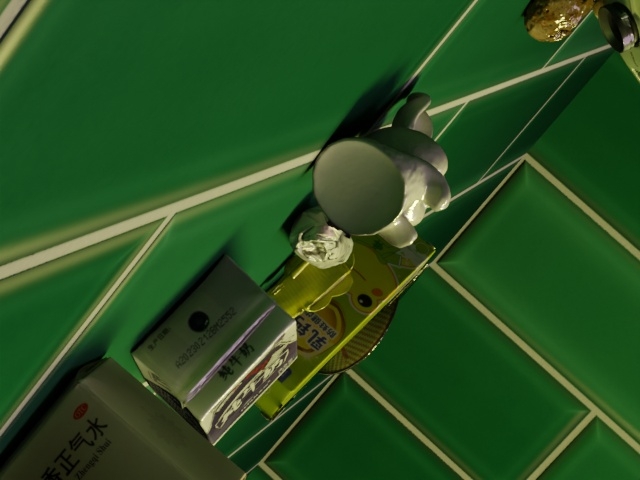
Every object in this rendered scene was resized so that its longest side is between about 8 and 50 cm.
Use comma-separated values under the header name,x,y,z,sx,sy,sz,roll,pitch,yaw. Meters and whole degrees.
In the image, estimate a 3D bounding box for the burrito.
name,x,y,z,sx,sy,sz,roll,pitch,yaw
burrito,0.001,0.001,1.791,0.064,0.064,0.203,-48,173,-2

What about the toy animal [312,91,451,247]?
name,x,y,z,sx,sy,sz,roll,pitch,yaw
toy animal,0.085,-0.072,1.657,0.221,0.131,0.103,-40,156,-62

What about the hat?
name,x,y,z,sx,sy,sz,roll,pitch,yaw
hat,0.017,0.083,2.287,0.193,0.082,0.193,-35,-144,31

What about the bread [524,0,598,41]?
name,x,y,z,sx,sy,sz,roll,pitch,yaw
bread,0.289,-0.280,1.993,0.082,0.060,0.113,-46,174,-37

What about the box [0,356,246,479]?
name,x,y,z,sx,sy,sz,roll,pitch,yaw
box,-0.197,0.233,1.427,0.212,0.168,0.095,-50,177,15

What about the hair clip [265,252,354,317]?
name,x,y,z,sx,sy,sz,roll,pitch,yaw
hair clip,-0.030,0.065,1.902,0.173,0.072,0.046,-41,180,-18

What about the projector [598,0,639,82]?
name,x,y,z,sx,sy,sz,roll,pitch,yaw
projector,0.429,-0.287,1.960,0.194,0.269,0.088,-25,-151,-7

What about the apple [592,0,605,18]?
name,x,y,z,sx,sy,sz,roll,pitch,yaw
apple,0.449,-0.321,2.117,0.188,0.211,0.211,-46,173,2

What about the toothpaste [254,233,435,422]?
name,x,y,z,sx,sy,sz,roll,pitch,yaw
toothpaste,0.006,0.077,2.023,0.327,0.110,0.077,-42,172,-40

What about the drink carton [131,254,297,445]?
name,x,y,z,sx,sy,sz,roll,pitch,yaw
drink carton,-0.101,0.111,1.635,0.134,0.102,0.222,-44,171,-10
